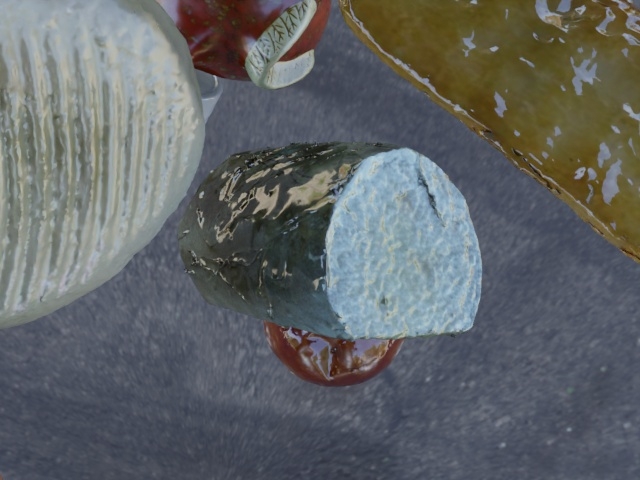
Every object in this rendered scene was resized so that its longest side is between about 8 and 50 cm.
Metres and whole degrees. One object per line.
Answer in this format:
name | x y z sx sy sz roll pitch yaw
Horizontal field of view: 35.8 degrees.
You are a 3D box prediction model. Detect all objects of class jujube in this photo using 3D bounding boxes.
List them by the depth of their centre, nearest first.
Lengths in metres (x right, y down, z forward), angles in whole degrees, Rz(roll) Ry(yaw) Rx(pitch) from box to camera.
jujube | 0.023 0.091 1.543 0.223 0.318 0.223 1 118 1

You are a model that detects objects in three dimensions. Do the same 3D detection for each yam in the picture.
yam | -0.002 -0.005 1.006 0.202 0.271 0.201 2 87 -40

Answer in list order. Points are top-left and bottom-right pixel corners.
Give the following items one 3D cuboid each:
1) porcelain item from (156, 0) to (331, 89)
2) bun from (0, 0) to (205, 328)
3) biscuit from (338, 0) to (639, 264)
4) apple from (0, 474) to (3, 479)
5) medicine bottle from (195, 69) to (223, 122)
porcelain item | -0.118 -0.279 1.224 0.253 0.253 0.252 1 75 -5
bun | -0.287 -0.099 0.843 0.365 0.365 0.219 -33 44 -13
biscuit | 0.115 -0.076 0.459 0.118 0.029 0.247 -41 72 -21
apple | -0.367 0.236 0.749 0.242 0.241 0.242 15 43 -14
medicine bottle | -0.243 -0.145 1.380 0.145 0.252 0.144 26 36 -20
